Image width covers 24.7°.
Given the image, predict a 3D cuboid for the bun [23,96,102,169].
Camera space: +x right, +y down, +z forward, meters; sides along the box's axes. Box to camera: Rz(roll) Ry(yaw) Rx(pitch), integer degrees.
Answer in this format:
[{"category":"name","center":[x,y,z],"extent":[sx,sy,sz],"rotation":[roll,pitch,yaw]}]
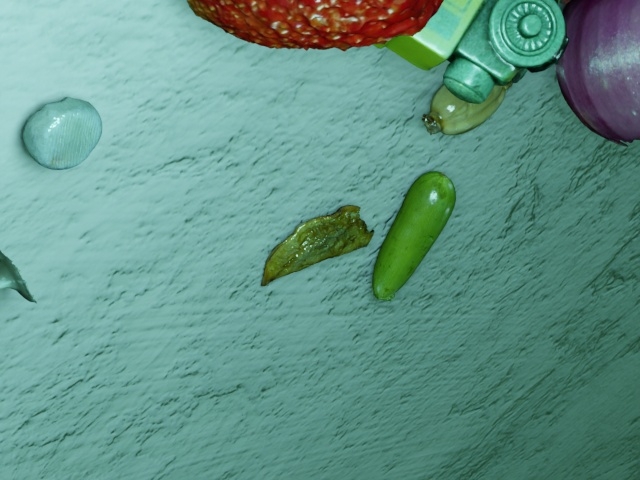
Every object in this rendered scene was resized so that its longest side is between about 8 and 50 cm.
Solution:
[{"category":"bun","center":[-0.256,-0.108,1.449],"extent":[0.083,0.045,0.083],"rotation":[-33,145,-27]}]

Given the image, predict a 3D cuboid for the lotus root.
[{"category":"lotus root","center":[0.183,-0.176,1.869],"extent":[0.150,0.062,0.073],"rotation":[-32,136,-24]}]

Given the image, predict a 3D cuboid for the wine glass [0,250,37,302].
[{"category":"wine glass","center":[-0.413,0.102,1.463],"extent":[0.262,0.074,0.074],"rotation":[-34,144,-20]}]

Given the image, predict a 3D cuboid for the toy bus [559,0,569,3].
[{"category":"toy bus","center":[0.268,-0.363,1.764],"extent":[0.065,0.077,0.192],"rotation":[-48,147,-2]}]

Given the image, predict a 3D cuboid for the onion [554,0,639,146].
[{"category":"onion","center":[0.453,-0.277,1.857],"extent":[0.345,0.358,0.358],"rotation":[44,87,-15]}]

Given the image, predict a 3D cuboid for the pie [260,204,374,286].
[{"category":"pie","center":[0.000,0.000,1.865],"extent":[0.170,0.034,0.092],"rotation":[-20,139,-28]}]

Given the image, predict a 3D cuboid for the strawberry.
[{"category":"strawberry","center":[-0.007,-0.289,1.397],"extent":[0.277,0.257,0.257],"rotation":[-27,154,23]}]

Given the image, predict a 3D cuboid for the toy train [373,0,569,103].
[{"category":"toy train","center":[0.201,-0.340,1.598],"extent":[0.369,0.237,0.150],"rotation":[-59,-174,-6]}]

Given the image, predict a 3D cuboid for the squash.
[{"category":"squash","center":[0.123,-0.004,1.970],"extent":[0.066,0.066,0.201],"rotation":[-1,124,-49]}]
